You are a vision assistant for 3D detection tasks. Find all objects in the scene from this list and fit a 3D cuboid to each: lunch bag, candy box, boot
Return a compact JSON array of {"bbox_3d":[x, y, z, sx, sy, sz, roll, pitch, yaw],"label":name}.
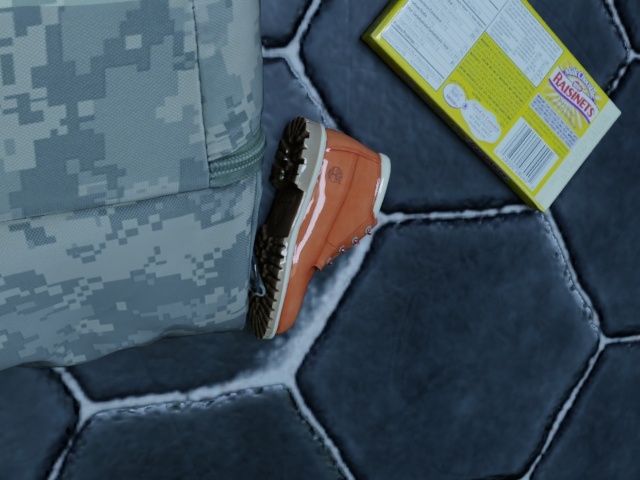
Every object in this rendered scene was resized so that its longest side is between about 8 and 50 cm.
[{"bbox_3d":[-0.183,-0.033,0.408,0.305,0.213,0.256,-12,125,-15],"label":"lunch bag"},{"bbox_3d":[0.135,-0.124,0.605,0.206,0.027,0.105,40,84,-24],"label":"candy box"},{"bbox_3d":[0.000,0.000,0.568,0.084,0.059,0.158,15,95,-28],"label":"boot"}]
